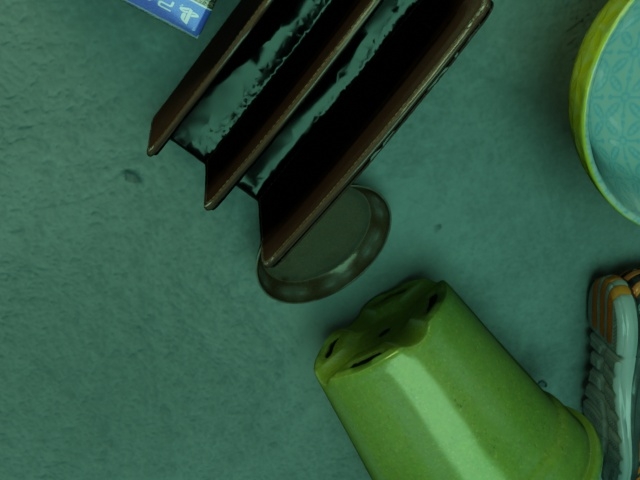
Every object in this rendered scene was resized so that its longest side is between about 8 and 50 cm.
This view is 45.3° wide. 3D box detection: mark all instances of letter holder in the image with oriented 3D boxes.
[{"bbox_3d":[-0.016,-0.153,0.705,0.152,0.214,0.302,35,105,-20],"label":"letter holder"}]

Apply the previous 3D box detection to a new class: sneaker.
[{"bbox_3d":[0.441,0.184,0.970,0.180,0.125,0.321,-7,115,-4],"label":"sneaker"}]

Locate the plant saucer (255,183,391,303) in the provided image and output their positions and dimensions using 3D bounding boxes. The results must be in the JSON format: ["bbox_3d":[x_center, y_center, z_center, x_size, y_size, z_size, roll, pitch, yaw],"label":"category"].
[{"bbox_3d":[0.000,0.000,0.848,0.168,0.029,0.168,-21,138,-20],"label":"plant saucer"}]

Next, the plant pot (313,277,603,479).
[{"bbox_3d":[0.133,0.193,0.877,0.276,0.276,0.254,-34,102,8],"label":"plant pot"}]

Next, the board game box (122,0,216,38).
[{"bbox_3d":[-0.143,-0.361,0.635,0.232,0.141,0.291,24,109,-17],"label":"board game box"}]

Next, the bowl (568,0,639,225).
[{"bbox_3d":[0.373,-0.166,0.786,0.289,0.156,0.290,-3,114,-6],"label":"bowl"}]
